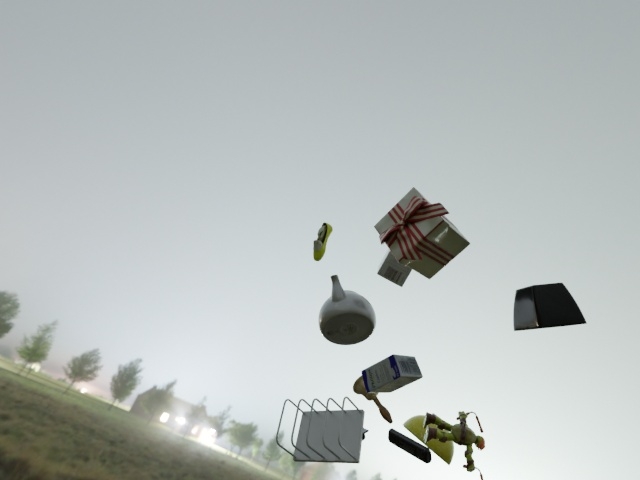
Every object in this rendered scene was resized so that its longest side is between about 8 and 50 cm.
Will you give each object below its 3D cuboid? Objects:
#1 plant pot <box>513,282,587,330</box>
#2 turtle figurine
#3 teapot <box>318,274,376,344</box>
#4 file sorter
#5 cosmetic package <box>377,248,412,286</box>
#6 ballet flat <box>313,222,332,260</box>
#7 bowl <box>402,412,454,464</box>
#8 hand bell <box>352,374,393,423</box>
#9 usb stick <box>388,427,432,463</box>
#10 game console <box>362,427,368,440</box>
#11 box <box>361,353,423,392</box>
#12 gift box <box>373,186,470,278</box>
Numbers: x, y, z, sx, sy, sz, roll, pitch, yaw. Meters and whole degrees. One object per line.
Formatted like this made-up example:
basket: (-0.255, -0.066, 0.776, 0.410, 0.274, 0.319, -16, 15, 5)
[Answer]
plant pot: (0.873, 0.260, 1.569, 0.188, 0.166, 0.187, -5, -16, -6)
turtle figurine: (0.463, 0.667, 1.347, 0.218, 0.269, 0.087, 13, -54, 5)
teapot: (0.108, 0.300, 1.660, 0.253, 0.187, 0.256, 20, -55, -18)
file sorter: (0.000, 0.713, 1.523, 0.278, 0.192, 0.173, -13, -50, 25)
cosmetic package: (0.405, 0.134, 2.144, 0.152, 0.151, 0.184, 28, 11, 4)
ballet flat: (0.000, 0.000, 2.203, 0.077, 0.230, 0.077, 4, -29, 36)
bowl: (0.591, 1.004, 2.088, 0.290, 0.156, 0.289, 39, -12, 10)
hand bell: (0.259, 0.734, 1.823, 0.126, 0.126, 0.242, 44, 0, -34)
usb stick: (0.436, 1.013, 1.980, 0.045, 0.077, 0.278, 0, -2, -31)
game console: (0.154, 0.881, 1.760, 0.071, 0.122, 0.107, 32, -42, 61)
box: (0.220, 0.414, 1.238, 0.126, 0.072, 0.137, 21, -49, -42)
gift box: (0.395, -0.025, 1.532, 0.258, 0.255, 0.276, 29, 18, -38)
